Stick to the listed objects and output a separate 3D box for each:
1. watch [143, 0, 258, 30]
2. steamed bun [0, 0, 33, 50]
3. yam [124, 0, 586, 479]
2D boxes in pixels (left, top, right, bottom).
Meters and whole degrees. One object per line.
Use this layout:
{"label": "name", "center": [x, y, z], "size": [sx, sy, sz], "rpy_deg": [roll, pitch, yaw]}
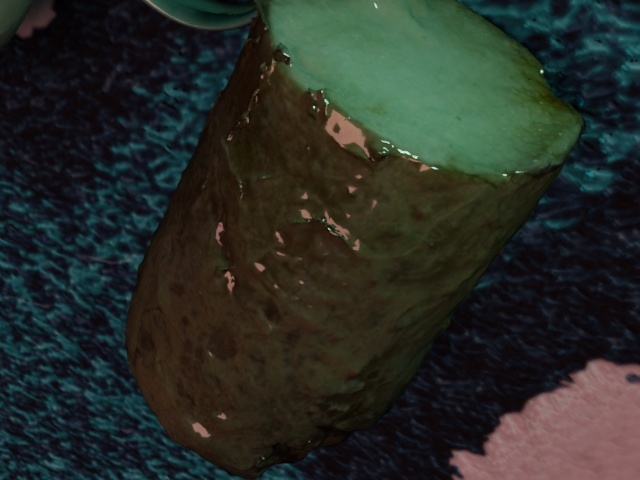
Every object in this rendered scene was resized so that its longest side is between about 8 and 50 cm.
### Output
{"label": "watch", "center": [-0.072, -0.248, 0.516], "size": [0.195, 0.068, 0.237], "rpy_deg": [15, 122, 16]}
{"label": "steamed bun", "center": [-0.285, -0.236, 0.552], "size": [0.283, 0.177, 0.283], "rpy_deg": [21, 128, 29]}
{"label": "yam", "center": [0.000, 0.000, 0.541], "size": [0.195, 0.195, 0.300], "rpy_deg": [33, 124, 6]}
